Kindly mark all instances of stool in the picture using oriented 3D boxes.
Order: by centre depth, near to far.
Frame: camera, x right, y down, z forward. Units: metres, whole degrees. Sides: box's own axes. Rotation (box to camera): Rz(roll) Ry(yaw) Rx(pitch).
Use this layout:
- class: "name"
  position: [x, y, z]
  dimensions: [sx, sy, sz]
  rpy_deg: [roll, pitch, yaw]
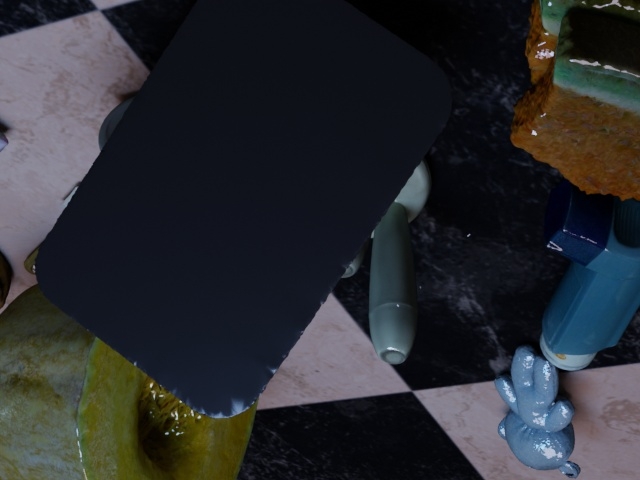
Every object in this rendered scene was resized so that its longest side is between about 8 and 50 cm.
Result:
- class: "stool"
  position: [0.000, 0.000, 1.576]
  dimensions: [0.195, 0.198, 0.195]
  rpy_deg: [-6, 142, 23]

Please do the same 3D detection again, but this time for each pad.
- class: "pad"
  position: [-0.040, -0.029, 1.449]
  dimensions: [0.315, 0.375, 0.063]
  rpy_deg: [37, -170, 10]

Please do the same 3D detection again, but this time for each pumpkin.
- class: "pumpkin"
  position: [-0.235, 0.173, 1.811]
  dimensions: [0.199, 0.332, 0.332]
  rpy_deg: [9, 146, 29]

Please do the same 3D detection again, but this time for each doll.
- class: "doll"
  position: [0.256, 0.186, 1.870]
  dimensions: [0.120, 0.075, 0.179]
  rpy_deg: [34, 137, 40]

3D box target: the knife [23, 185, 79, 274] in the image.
- class: "knife"
  position: [-0.260, -0.032, 1.768]
  dimensions: [0.047, 0.017, 0.298]
  rpy_deg: [34, 140, -17]

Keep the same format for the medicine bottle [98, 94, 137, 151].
- class: "medicine bottle"
  position: [-0.140, -0.048, 1.645]
  dimensions: [0.090, 0.090, 0.216]
  rpy_deg: [-4, 141, 23]

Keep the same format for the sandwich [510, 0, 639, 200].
- class: "sandwich"
  position: [0.272, -0.120, 1.399]
  dimensions: [0.212, 0.109, 0.292]
  rpy_deg: [-20, 133, 37]

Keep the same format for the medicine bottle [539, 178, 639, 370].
- class: "medicine bottle"
  position: [0.267, 0.039, 1.643]
  dimensions: [0.124, 0.079, 0.258]
  rpy_deg: [10, 145, -1]

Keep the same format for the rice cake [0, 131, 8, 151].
- class: "rice cake"
  position: [-0.412, -0.054, 1.702]
  dimensions: [0.080, 0.042, 0.222]
  rpy_deg: [31, 116, -29]

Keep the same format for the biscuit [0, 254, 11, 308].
- class: "biscuit"
  position: [-0.531, -0.016, 1.842]
  dimensions: [0.359, 0.074, 0.381]
  rpy_deg: [10, 147, 1]
